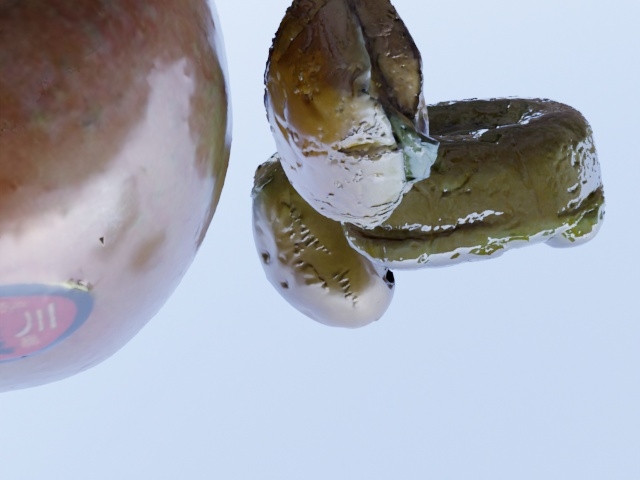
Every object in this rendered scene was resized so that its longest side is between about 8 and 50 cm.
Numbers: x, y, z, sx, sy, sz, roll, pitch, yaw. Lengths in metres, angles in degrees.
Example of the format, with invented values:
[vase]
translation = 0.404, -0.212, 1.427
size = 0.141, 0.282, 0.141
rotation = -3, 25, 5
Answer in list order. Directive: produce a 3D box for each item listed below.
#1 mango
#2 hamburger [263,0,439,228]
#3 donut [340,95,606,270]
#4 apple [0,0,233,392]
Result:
[mango]
translation = 0.000, 0.000, 1.110
size = 0.151, 0.249, 0.156
rotation = -29, -146, -6
[hamburger]
translation = 0.019, -0.065, 0.568
size = 0.087, 0.176, 0.102
rotation = -16, -136, -12
[donut]
translation = 0.141, -0.064, 0.943
size = 0.261, 0.128, 0.208
rotation = -8, -157, -2
[apple]
translation = -0.211, -0.063, 0.548
size = 0.338, 0.305, 0.339
rotation = -1, -124, 1
